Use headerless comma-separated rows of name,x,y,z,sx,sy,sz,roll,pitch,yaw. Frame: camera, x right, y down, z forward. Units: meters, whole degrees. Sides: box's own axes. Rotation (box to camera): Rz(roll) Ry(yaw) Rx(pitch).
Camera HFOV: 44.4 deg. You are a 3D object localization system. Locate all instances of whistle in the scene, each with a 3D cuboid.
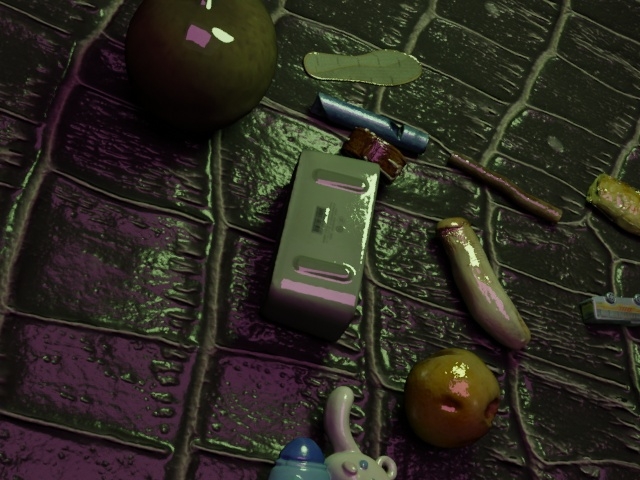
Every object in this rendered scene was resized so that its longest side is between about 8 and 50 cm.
whistle,0.125,-0.292,1.971,0.304,0.062,0.062,19,60,-11

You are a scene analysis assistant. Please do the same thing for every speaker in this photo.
speaker,0.000,0.000,1.716,0.184,0.183,0.406,15,60,-6

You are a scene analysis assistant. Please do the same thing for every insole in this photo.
insole,0.118,-0.461,2.080,0.348,0.009,0.119,-3,67,-22

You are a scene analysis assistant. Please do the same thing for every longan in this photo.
longan,-0.264,-0.424,1.739,0.361,0.361,0.361,8,63,-16

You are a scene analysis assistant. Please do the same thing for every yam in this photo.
yam,0.477,-0.138,2.033,0.327,0.045,0.045,29,25,-3

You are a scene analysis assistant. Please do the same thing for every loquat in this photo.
loquat,0.271,0.321,1.643,0.213,0.213,0.213,8,63,-16

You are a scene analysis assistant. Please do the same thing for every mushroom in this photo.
mushroom,0.383,0.100,1.854,0.122,0.095,0.351,-13,71,-44

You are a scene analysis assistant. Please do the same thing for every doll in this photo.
doll,0.014,0.501,1.464,0.365,0.187,0.376,-20,55,-35

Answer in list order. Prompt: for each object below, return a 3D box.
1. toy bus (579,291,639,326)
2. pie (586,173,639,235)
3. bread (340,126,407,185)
toy bus,0.748,0.174,1.966,0.190,0.064,0.075,5,69,-18
pie,0.857,-0.077,2.129,0.282,0.068,0.128,31,59,-8
bread,0.126,-0.196,1.867,0.160,0.160,0.073,33,82,-2
